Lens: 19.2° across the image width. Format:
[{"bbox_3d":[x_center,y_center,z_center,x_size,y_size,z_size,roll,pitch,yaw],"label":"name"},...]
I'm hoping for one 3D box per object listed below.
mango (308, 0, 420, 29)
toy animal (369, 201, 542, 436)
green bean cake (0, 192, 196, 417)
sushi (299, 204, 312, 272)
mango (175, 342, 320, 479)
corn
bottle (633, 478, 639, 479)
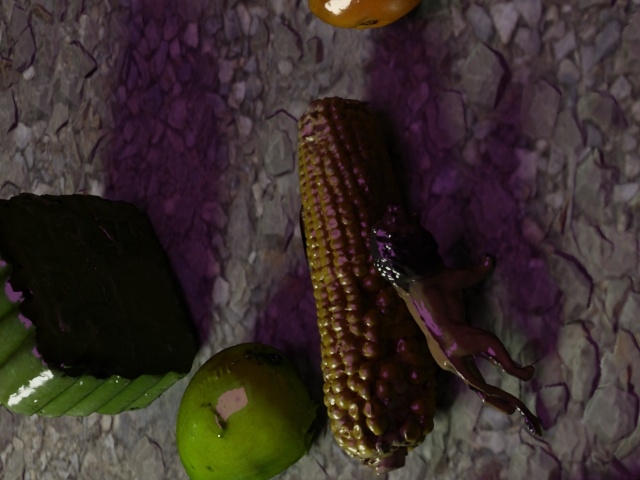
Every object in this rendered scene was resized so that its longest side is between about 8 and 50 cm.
[{"bbox_3d":[0.057,-0.278,1.560,0.141,0.102,0.217,-134,55,-63],"label":"mango"},{"bbox_3d":[0.115,0.066,1.521,0.220,0.086,0.069,53,132,11],"label":"toy animal"},{"bbox_3d":[-0.241,0.063,1.813,0.113,0.200,0.214,-44,59,38],"label":"green bean cake"},{"bbox_3d":[0.000,0.000,1.661,0.046,0.044,0.083,-24,70,44],"label":"sushi"},{"bbox_3d":[-0.076,0.166,1.707,0.178,0.100,0.119,-52,56,44],"label":"mango"},{"bbox_3d":[0.036,0.037,1.587,0.097,0.097,0.320,-22,73,46],"label":"corn"},{"bbox_3d":[0.228,0.216,1.384,0.269,0.083,0.083,-18,77,51],"label":"bottle"}]
